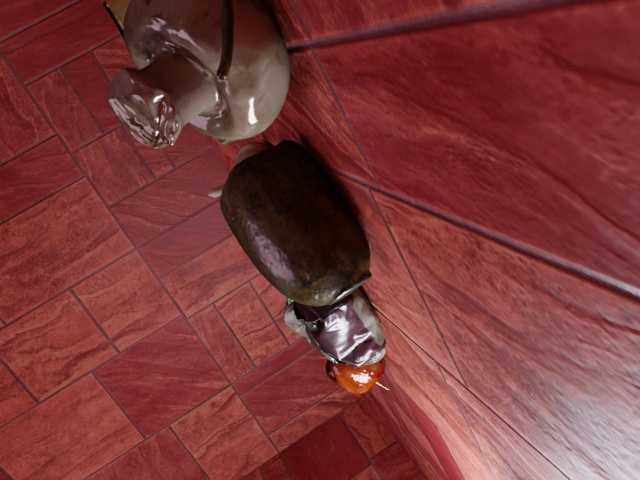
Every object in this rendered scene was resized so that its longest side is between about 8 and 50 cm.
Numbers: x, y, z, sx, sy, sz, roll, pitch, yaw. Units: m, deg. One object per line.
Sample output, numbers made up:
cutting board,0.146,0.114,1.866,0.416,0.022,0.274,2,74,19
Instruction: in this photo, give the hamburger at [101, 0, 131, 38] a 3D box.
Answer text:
hamburger,-0.575,-0.728,1.924,0.300,0.176,0.300,56,170,15

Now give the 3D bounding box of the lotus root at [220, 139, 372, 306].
lotus root,-0.042,-0.019,1.279,0.346,0.251,0.250,50,170,16

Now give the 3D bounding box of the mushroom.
mushroom,-0.209,-0.271,0.987,0.298,0.290,0.297,29,154,16

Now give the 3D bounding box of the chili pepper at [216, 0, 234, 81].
chili pepper,-0.130,-0.387,0.740,0.135,0.131,0.338,-20,100,56

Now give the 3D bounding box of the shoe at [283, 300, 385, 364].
shoe,0.068,0.251,1.949,0.342,0.210,0.132,28,128,3

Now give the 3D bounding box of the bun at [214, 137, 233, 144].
bun,-0.266,-0.370,1.527,0.259,0.152,0.259,43,169,11

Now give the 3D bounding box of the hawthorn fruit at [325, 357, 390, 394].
hawthorn fruit,0.141,0.444,2.070,0.243,0.207,0.207,41,171,0

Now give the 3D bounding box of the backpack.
backpack,0.021,0.181,1.714,0.317,0.197,0.283,51,172,50

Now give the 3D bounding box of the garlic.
garlic,-0.223,-0.169,1.732,0.199,0.226,0.198,-17,-90,-84

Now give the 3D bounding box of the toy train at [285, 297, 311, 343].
toy train,-0.005,0.245,2.145,0.271,0.188,0.159,54,171,18
